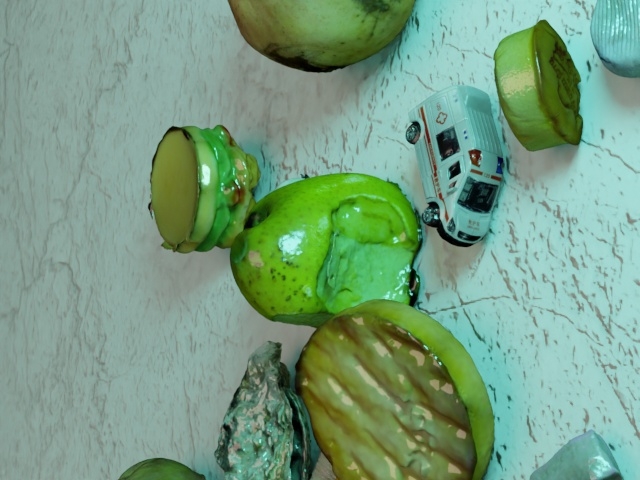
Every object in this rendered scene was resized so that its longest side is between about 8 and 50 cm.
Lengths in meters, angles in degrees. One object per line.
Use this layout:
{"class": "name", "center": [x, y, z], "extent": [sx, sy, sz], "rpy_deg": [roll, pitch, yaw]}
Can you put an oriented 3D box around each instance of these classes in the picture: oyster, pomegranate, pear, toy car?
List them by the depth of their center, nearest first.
{"class": "toy car", "center": [0.187, -0.099, 1.401], "extent": [0.108, 0.089, 0.209], "rpy_deg": [-32, 55, 39]}
{"class": "pear", "center": [0.000, 0.000, 1.494], "extent": [0.164, 0.255, 0.238], "rpy_deg": [-13, 68, 53]}
{"class": "pomegranate", "center": [0.000, -0.398, 1.557], "extent": [0.322, 0.322, 0.322], "rpy_deg": [-14, 72, 51]}
{"class": "oyster", "center": [-0.093, 0.310, 1.663], "extent": [0.198, 0.112, 0.267], "rpy_deg": [-46, 43, 42]}

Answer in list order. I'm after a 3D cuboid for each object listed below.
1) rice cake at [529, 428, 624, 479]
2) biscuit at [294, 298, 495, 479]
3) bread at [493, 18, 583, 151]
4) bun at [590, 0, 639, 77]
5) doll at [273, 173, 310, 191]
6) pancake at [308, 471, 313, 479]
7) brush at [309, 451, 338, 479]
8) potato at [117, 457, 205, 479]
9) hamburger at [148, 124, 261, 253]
{"class": "rice cake", "center": [0.217, 0.357, 1.289], "extent": [0.399, 0.064, 0.070], "rpy_deg": [-49, 41, 35]}
{"class": "biscuit", "center": [0.100, 0.217, 1.391], "extent": [0.296, 0.102, 0.296], "rpy_deg": [19, 119, 39]}
{"class": "bread", "center": [0.261, -0.189, 1.282], "extent": [0.086, 0.125, 0.156], "rpy_deg": [-15, 69, 29]}
{"class": "bun", "center": [0.369, -0.249, 1.197], "extent": [0.141, 0.083, 0.140], "rpy_deg": [-31, 54, 56]}
{"class": "doll", "center": [-0.046, -0.009, 1.672], "extent": [0.180, 0.110, 0.107], "rpy_deg": [-66, 20, 15]}
{"class": "pancake", "center": [0.022, 0.424, 1.569], "extent": [0.199, 0.021, 0.199], "rpy_deg": [-12, 74, 50]}
{"class": "brush", "center": [0.081, 0.363, 1.489], "extent": [0.272, 0.013, 0.103], "rpy_deg": [29, 99, 46]}
{"class": "potato", "center": [-0.269, 0.482, 1.779], "extent": [0.289, 0.301, 0.237], "rpy_deg": [2, 56, 30]}
{"class": "hamburger", "center": [-0.190, -0.089, 1.849], "extent": [0.237, 0.149, 0.237], "rpy_deg": [-4, 86, 60]}
